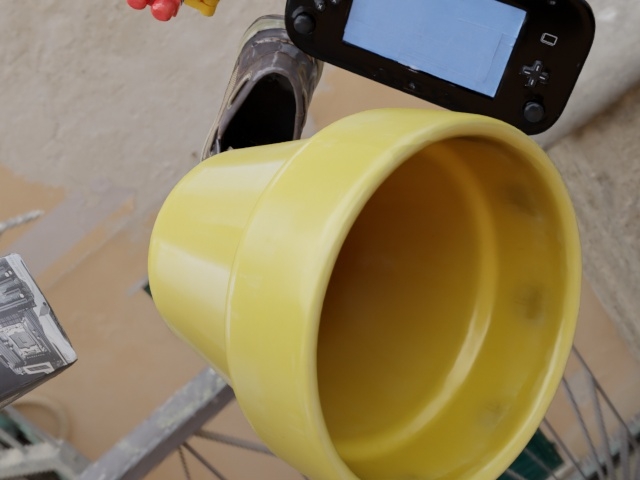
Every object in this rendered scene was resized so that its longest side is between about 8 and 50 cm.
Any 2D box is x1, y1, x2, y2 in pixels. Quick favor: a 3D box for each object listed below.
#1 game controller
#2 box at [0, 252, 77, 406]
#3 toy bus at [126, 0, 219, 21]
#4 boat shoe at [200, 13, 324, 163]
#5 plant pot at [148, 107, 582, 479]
[{"bbox_3d":[0.119,-0.228,1.035,0.319,0.166,0.067,22,44,8],"label":"game controller"},{"bbox_3d":[-0.302,0.118,0.469,0.243,0.076,0.307,-30,-2,25],"label":"box"},{"bbox_3d":[-0.183,-0.356,1.131,0.211,0.220,0.149,-65,6,-31],"label":"toy bus"},{"bbox_3d":[-0.090,-0.105,1.231,0.132,0.355,0.130,14,38,0],"label":"boat shoe"},{"bbox_3d":[0.010,0.030,0.688,0.239,0.254,0.254,14,59,47],"label":"plant pot"}]
